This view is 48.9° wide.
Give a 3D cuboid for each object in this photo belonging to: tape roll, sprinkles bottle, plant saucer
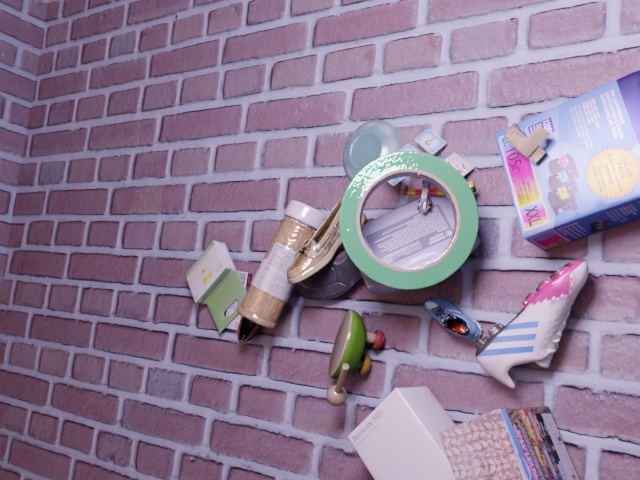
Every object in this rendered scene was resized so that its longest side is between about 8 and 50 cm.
[{"bbox_3d":[0.205,-0.045,1.648,0.321,0.077,0.321,-1,86,7],"label":"tape roll"},{"bbox_3d":[-0.105,0.068,1.971,0.121,0.121,0.355,22,84,38],"label":"sprinkles bottle"},{"bbox_3d":[0.132,-0.245,1.947,0.195,0.037,0.195,-9,74,35],"label":"plant saucer"}]

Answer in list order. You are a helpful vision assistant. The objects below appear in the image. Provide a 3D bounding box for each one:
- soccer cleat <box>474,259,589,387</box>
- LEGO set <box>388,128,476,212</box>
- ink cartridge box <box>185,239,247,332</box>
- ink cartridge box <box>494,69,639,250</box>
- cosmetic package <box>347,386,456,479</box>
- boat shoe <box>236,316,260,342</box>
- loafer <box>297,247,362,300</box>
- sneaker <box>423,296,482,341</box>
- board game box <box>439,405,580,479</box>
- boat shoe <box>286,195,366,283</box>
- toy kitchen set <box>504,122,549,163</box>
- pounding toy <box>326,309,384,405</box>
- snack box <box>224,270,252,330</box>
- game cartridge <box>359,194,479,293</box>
[{"bbox_3d":[0.492,0.189,1.553,0.143,0.116,0.331,48,112,17],"label":"soccer cleat"},{"bbox_3d":[0.274,-0.175,1.767,0.182,0.060,0.244,-38,53,-4],"label":"LEGO set"},{"bbox_3d":[-0.322,0.142,2.173,0.171,0.056,0.235,-47,50,25],"label":"ink cartridge box"},{"bbox_3d":[0.608,-0.175,1.509,0.395,0.151,0.270,-22,68,30],"label":"ink cartridge box"},{"bbox_3d":[0.254,0.537,1.616,0.197,0.155,0.365,-51,57,20],"label":"cosmetic package"},{"bbox_3d":[-0.186,0.205,2.057,0.073,0.073,0.207,22,98,5],"label":"boat shoe"},{"bbox_3d":[0.071,0.073,1.908,0.302,0.095,0.109,-31,93,33],"label":"loafer"},{"bbox_3d":[0.312,0.183,1.697,0.162,0.073,0.063,32,100,37],"label":"sneaker"},{"bbox_3d":[0.402,0.473,1.431,0.141,0.291,0.232,-31,63,28],"label":"board game box"},{"bbox_3d":[0.000,0.000,1.878,0.285,0.089,0.104,-46,19,-23],"label":"boat shoe"},{"bbox_3d":[0.454,-0.224,1.522,0.083,0.075,0.068,38,112,-3],"label":"toy kitchen set"},{"bbox_3d":[0.096,0.299,1.804,0.237,0.110,0.183,-78,7,-48],"label":"pounding toy"},{"bbox_3d":[-0.253,0.183,2.152,0.064,0.022,0.178,5,84,40],"label":"snack box"},{"bbox_3d":[0.228,0.009,1.741,0.297,0.062,0.198,-24,66,1],"label":"game cartridge"}]
